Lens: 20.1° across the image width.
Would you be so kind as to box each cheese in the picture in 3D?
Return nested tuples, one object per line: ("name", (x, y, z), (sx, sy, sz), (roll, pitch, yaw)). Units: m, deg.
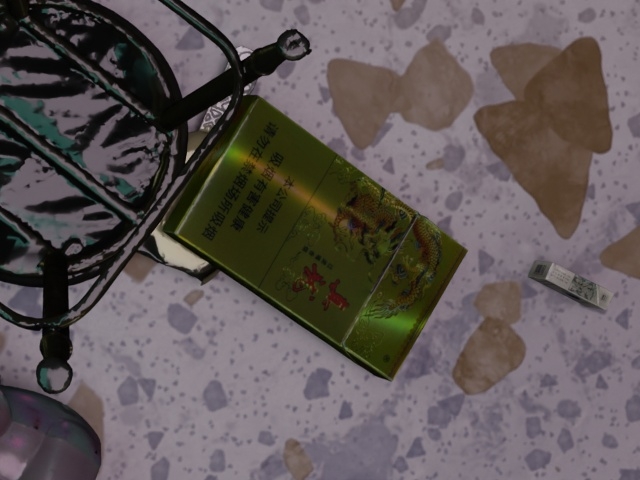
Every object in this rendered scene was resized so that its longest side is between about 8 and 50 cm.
("cheese", (-0.120, -0.086, 1.910), (0.127, 0.054, 0.251), (24, 85, -15))

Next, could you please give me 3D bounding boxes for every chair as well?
("chair", (-0.275, -0.113, 1.661), (0.365, 0.410, 0.362), (36, 84, -3))

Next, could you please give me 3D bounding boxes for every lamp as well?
("lamp", (-0.366, 0.160, 1.791), (0.301, 0.247, 0.247), (35, 53, -21))

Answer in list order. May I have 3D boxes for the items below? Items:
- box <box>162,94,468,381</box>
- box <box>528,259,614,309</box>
("box", (0.000, 0.000, 1.917), (0.311, 0.043, 0.173), (36, 79, -26))
("box", (0.281, 0.050, 2.025), (0.083, 0.054, 0.024), (27, 83, -15))
